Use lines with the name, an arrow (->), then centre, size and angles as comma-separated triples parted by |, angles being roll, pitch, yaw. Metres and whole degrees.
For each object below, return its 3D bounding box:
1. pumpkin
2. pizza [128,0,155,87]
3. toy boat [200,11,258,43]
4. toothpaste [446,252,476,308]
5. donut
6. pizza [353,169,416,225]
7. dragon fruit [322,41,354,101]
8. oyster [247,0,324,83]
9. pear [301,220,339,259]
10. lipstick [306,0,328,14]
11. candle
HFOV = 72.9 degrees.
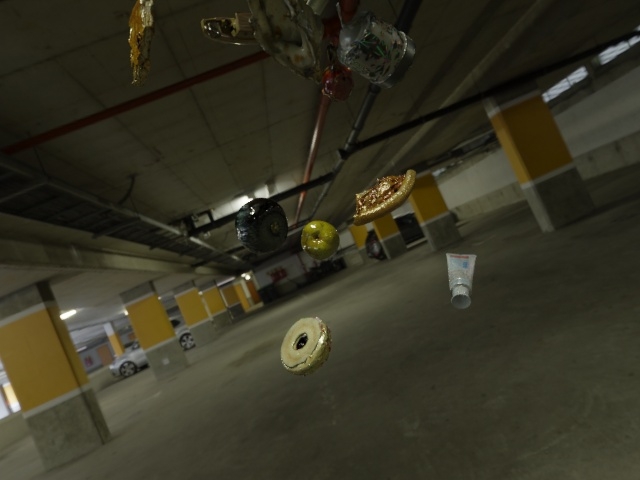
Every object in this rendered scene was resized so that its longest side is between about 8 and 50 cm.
pumpkin -> -0.232, -0.059, 1.740 | 0.163, 0.233, 0.233 | 1, 15, 40
pizza -> -0.586, -0.655, 1.430 | 0.071, 0.296, 0.189 | 8, -18, -36
toy boat -> -0.284, -0.782, 1.603 | 0.321, 0.089, 0.121 | -14, 6, -34
toothpaste -> 0.405, 0.100, 1.248 | 0.089, 0.057, 0.234 | 4, 34, 16
donut -> -0.037, 0.298, 1.214 | 0.175, 0.068, 0.174 | -31, 35, 25
pizza -> 0.197, -0.139, 1.359 | 0.271, 0.134, 0.056 | -31, -38, -9
dragon fruit -> 0.059, -0.631, 1.639 | 0.126, 0.125, 0.246 | -9, -41, 3
oyster -> -0.077, -0.540, 1.084 | 0.166, 0.110, 0.341 | -13, -29, 35
pear -> 0.000, 0.000, 2.095 | 0.200, 0.200, 0.200 | -24, -3, -1
lipstick -> 0.042, -0.906, 1.482 | 0.253, 0.077, 0.079 | -50, 16, 30
candle -> 0.149, -0.638, 1.404 | 0.330, 0.187, 0.187 | 17, -29, -34
